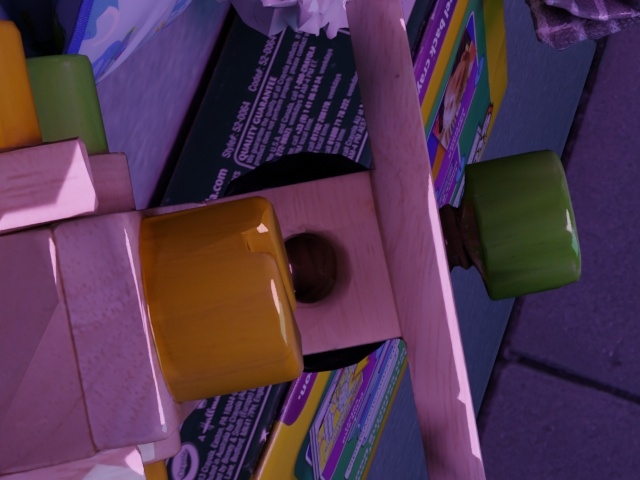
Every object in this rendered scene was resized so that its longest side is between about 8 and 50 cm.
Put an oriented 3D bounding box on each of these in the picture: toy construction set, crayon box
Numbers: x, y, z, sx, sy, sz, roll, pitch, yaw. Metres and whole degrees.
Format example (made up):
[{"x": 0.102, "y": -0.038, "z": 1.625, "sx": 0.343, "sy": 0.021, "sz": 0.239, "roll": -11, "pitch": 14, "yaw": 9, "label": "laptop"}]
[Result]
[{"x": -0.046, "y": 0.051, "z": 0.372, "sx": 0.257, "sy": 0.237, "sz": 0.309, "roll": 93, "pitch": -10, "yaw": -67, "label": "toy construction set"}, {"x": 0.000, "y": 0.000, "z": 1.006, "sx": 0.313, "sy": 0.106, "sz": 0.363, "roll": 69, "pitch": 41, "yaw": -72, "label": "crayon box"}]

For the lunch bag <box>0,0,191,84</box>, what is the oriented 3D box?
[{"x": -0.072, "y": -0.122, "z": 0.555, "sx": 0.129, "sy": 0.096, "sz": 0.151, "roll": -51, "pitch": 147, "yaw": -57, "label": "lunch bag"}]

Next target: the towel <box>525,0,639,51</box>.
[{"x": 0.199, "y": -0.241, "z": 0.986, "sx": 0.121, "sy": 0.235, "sz": 0.284, "roll": 87, "pitch": -5, "yaw": -52, "label": "towel"}]

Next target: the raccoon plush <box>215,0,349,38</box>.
[{"x": 0.099, "y": -0.326, "z": 0.785, "sx": 0.299, "sy": 0.216, "sz": 0.446, "roll": 78, "pitch": 32, "yaw": -52, "label": "raccoon plush"}]
